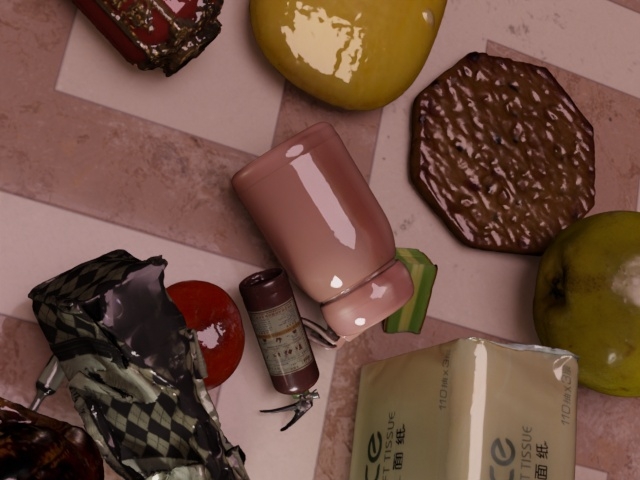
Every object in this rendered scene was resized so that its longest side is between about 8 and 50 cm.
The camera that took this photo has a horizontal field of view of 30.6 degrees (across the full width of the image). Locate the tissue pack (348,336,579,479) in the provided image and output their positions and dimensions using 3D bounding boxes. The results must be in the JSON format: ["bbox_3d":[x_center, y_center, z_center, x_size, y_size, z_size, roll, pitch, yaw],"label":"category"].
[{"bbox_3d":[0.180,0.356,1.591,0.205,0.332,0.404,14,72,-21],"label":"tissue pack"}]

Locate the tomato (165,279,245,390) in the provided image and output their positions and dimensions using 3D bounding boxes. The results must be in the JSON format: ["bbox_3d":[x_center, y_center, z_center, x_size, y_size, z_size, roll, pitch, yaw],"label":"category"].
[{"bbox_3d":[-0.168,0.127,1.631,0.139,0.091,0.159,-15,81,-28],"label":"tomato"}]

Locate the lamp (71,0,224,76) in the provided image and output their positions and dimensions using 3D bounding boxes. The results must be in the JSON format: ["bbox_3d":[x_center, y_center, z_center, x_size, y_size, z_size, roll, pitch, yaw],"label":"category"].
[{"bbox_3d":[-0.264,-0.369,1.671,0.274,0.177,0.177,47,65,-4],"label":"lamp"}]

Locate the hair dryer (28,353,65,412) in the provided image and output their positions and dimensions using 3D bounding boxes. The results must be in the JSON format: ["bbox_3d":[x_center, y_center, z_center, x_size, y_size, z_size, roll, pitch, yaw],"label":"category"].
[{"bbox_3d":[-0.351,0.153,1.573,0.100,0.057,0.197,30,73,-12],"label":"hair dryer"}]

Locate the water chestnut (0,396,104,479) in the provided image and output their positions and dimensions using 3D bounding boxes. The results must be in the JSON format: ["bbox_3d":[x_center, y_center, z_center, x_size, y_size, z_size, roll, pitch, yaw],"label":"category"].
[{"bbox_3d":[-0.397,0.319,1.407,0.289,0.289,0.244,-6,48,-24],"label":"water chestnut"}]

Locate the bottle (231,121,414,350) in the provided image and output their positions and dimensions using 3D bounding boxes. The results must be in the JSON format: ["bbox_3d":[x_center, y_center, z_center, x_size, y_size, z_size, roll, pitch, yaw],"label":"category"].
[{"bbox_3d":[0.000,0.000,1.702,0.206,0.173,0.297,-31,94,5],"label":"bottle"}]

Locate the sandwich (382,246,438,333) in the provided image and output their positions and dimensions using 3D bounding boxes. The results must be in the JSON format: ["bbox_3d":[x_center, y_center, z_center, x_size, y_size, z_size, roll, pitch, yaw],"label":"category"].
[{"bbox_3d":[0.126,0.078,1.815,0.074,0.074,0.116,5,108,-23],"label":"sandwich"}]

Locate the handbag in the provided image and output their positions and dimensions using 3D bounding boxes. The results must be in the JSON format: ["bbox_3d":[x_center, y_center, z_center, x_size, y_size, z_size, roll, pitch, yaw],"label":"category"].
[{"bbox_3d":[-0.183,0.216,1.444,0.180,0.317,0.416,-29,101,-22],"label":"handbag"}]

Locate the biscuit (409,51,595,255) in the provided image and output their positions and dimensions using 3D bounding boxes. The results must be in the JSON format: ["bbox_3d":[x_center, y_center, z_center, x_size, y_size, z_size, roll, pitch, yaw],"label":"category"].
[{"bbox_3d":[0.302,-0.142,1.922,0.359,0.046,0.359,5,76,-22],"label":"biscuit"}]

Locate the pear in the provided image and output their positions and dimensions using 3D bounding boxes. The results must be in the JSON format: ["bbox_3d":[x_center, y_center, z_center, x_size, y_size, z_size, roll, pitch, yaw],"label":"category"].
[{"bbox_3d":[0.494,0.105,1.827,0.375,0.287,0.287,14,72,-33],"label":"pear"}]

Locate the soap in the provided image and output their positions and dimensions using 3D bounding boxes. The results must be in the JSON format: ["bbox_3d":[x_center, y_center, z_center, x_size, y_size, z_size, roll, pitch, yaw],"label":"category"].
[{"bbox_3d":[0.060,-0.405,1.844,0.306,0.115,0.427,31,68,-18],"label":"soap"}]

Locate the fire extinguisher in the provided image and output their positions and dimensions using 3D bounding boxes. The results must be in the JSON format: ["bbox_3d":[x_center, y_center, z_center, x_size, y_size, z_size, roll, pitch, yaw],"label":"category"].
[{"bbox_3d":[-0.061,0.159,1.661,0.099,0.071,0.231,-17,106,-4],"label":"fire extinguisher"}]
